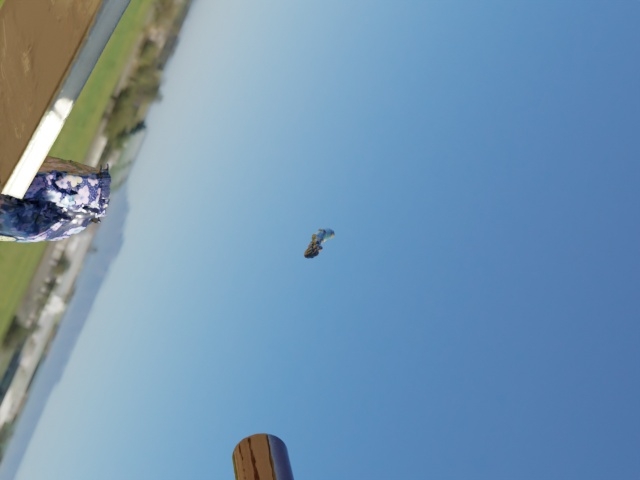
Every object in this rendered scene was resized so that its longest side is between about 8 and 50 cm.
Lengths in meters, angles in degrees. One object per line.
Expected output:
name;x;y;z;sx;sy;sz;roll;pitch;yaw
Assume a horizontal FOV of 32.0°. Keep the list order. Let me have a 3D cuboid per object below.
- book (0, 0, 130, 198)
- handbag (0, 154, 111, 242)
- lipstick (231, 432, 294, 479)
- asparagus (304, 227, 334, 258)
book;-0.218;-0.255;1.015;0.374;0.028;0.262;-56;-144;22
handbag;-0.401;-0.060;1.489;0.228;0.207;0.127;-3;-102;38
lipstick;-0.026;0.285;0.870;0.057;0.057;0.357;-62;-158;22
asparagus;0.000;0.000;1.026;0.163;0.016;0.016;-52;137;-82
